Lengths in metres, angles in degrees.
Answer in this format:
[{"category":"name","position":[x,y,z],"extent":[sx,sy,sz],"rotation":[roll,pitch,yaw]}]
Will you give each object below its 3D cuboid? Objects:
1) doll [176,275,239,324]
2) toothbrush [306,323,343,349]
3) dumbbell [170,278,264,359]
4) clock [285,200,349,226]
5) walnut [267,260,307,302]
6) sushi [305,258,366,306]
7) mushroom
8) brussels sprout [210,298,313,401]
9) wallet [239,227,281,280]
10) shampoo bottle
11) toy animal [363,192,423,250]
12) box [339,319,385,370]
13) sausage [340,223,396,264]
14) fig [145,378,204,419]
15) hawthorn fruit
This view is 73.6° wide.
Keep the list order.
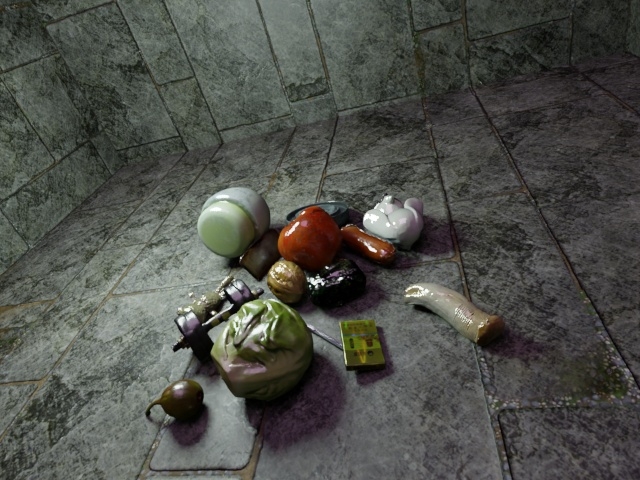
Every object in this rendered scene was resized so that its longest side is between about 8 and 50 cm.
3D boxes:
[{"category":"doll","position":[-0.467,0.250,1.787],"extent":[0.203,0.091,0.285],"rotation":[17,48,-6]},{"category":"toothbrush","position":[-0.017,0.315,1.524],"extent":[0.029,0.024,0.354],"rotation":[-40,38,-27]},{"category":"dumbbell","position":[-0.375,0.289,1.592],"extent":[0.388,0.185,0.185],"rotation":[-33,36,-22]},{"category":"clock","position":[-0.013,-0.115,2.064],"extent":[0.313,0.061,0.312],"rotation":[-10,21,4]},{"category":"walnut","position":[-0.126,0.165,1.686],"extent":[0.155,0.155,0.184],"rotation":[-31,39,-19]},{"category":"sushi","position":[0.060,0.166,1.616],"extent":[0.225,0.124,0.127],"rotation":[-22,33,-6]},{"category":"mushroom","position":[0.421,0.222,1.391],"extent":[0.122,0.095,0.351],"rotation":[-49,39,-13]},{"category":"brussels sprout","position":[-0.183,0.339,1.378],"extent":[0.328,0.247,0.328],"rotation":[-12,30,7]},{"category":"wallet","position":[-0.252,0.054,1.940],"extent":[0.031,0.137,0.255],"rotation":[-31,14,50]},{"category":"shampoo bottle","position":[-0.403,-0.091,2.044],"extent":[0.323,0.322,0.317],"rotation":[-4,24,21]},{"category":"toy animal","position":[0.334,-0.089,1.814],"extent":[0.249,0.174,0.289],"rotation":[-34,35,-22]},{"category":"box","position":[0.131,0.337,1.391],"extent":[0.122,0.030,0.193],"rotation":[-3,32,-3]},{"category":"sausage","position":[0.188,0.018,1.799],"extent":[0.102,0.102,0.330],"rotation":[-33,36,-21]},{"category":"fig","position":[-0.488,0.522,1.385],"extent":[0.237,0.124,0.124],"rotation":[-19,31,22]},{"category":"hawthorn fruit","position":[-0.013,0.018,1.779],"extent":[0.307,0.276,0.276],"rotation":[39,57,14]}]
